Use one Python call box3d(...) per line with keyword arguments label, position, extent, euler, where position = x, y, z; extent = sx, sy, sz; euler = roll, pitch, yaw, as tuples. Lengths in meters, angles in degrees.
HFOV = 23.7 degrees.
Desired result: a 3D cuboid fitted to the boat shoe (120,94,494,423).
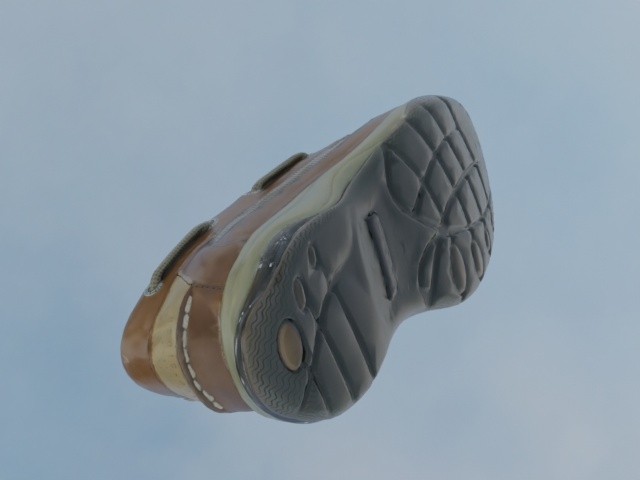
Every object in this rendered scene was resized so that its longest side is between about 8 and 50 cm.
box3d(label="boat shoe", position=(0.000, 0.000, 0.848), extent=(0.324, 0.120, 0.122), euler=(-34, -66, -59))
